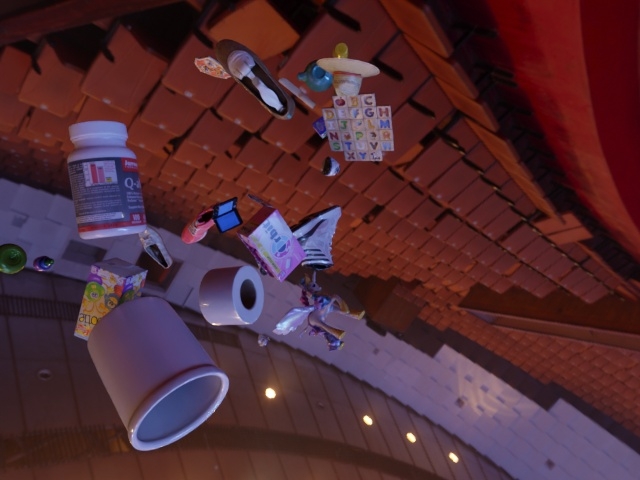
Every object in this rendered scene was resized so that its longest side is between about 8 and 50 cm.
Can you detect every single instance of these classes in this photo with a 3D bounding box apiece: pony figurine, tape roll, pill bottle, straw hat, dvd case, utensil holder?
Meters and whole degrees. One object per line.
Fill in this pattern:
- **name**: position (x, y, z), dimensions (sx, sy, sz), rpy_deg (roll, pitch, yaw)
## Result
- **pony figurine**: position (-0.016, 0.374, 2.108), dimensions (0.363, 0.351, 0.302), rpy_deg (34, -175, 28)
- **tape roll**: position (-0.372, 0.232, 1.806), dimensions (0.169, 0.247, 0.246), rpy_deg (-6, 178, 22)
- **pill bottle**: position (-0.710, -0.195, 1.414), dimensions (0.210, 0.363, 0.210), rpy_deg (-7, -175, 1)
- **straw hat**: position (0.057, -0.339, 0.913), dimensions (0.144, 0.061, 0.144), rpy_deg (8, -170, -1)
- **dvd case**: position (-0.304, -0.199, 2.154), dimensions (0.119, 0.013, 0.087), rpy_deg (32, -170, 11)
- **utensil holder**: position (-0.549, 0.426, 1.426), dimensions (0.385, 0.328, 0.327), rpy_deg (41, -165, 31)

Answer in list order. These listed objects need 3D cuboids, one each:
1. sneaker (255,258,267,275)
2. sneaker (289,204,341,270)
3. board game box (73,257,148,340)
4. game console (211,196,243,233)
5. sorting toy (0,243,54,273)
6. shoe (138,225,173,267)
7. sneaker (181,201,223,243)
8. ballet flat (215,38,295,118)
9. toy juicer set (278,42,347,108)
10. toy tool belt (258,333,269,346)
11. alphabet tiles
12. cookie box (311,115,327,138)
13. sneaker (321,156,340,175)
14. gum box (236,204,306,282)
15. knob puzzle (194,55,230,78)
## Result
- **sneaker**: position (-0.305, 0.113, 2.209), dimensions (0.052, 0.136, 0.058), rpy_deg (-10, -173, -6)
- **sneaker**: position (-0.001, 0.000, 2.080), dimensions (0.447, 0.169, 0.258), rpy_deg (-36, -75, -53)
- **board game box**: position (-0.759, 0.223, 1.553), dimensions (0.141, 0.276, 0.144), rpy_deg (20, -169, 6)
- **game console**: position (-0.374, -0.104, 1.738), dimensions (0.071, 0.107, 0.122), rpy_deg (43, -132, 19)
- **sorting toy**: position (-1.273, 0.061, 1.748), dimensions (0.126, 0.127, 0.365), rpy_deg (-11, 161, 30)
- **shoe**: position (-0.717, 0.028, 1.854), dimensions (0.219, 0.076, 0.058), rpy_deg (60, -172, -22)
- **sneaker**: position (-0.616, -0.091, 2.169), dimensions (0.116, 0.313, 0.136), rpy_deg (54, -161, 4)
- **ballet flat**: position (-0.219, -0.542, 1.448), dimensions (0.342, 0.116, 0.124), rpy_deg (46, -167, -19)
- **toy juicer set**: position (0.012, -0.680, 1.841), dimensions (0.209, 0.328, 0.089), rpy_deg (59, -178, -5)
- **toy tool belt**: position (-0.251, 0.448, 1.904), dimensions (0.051, 0.052, 0.083), rpy_deg (8, 153, -3)
- **alphabet tiles**: position (0.161, -0.467, 1.798), dimensions (0.284, 0.011, 0.343), rpy_deg (4, 143, 18)
- **cookie box**: position (0.025, -0.608, 2.255), dimensions (0.092, 0.107, 0.040), rpy_deg (54, -178, 22)
- **sneaker**: position (0.051, -0.326, 1.902), dimensions (0.086, 0.085, 0.237), rpy_deg (18, -167, -7)
- **gum box**: position (-0.124, 0.014, 1.139), dimensions (0.062, 0.107, 0.188), rpy_deg (20, 150, 47)
- **knob puzzle**: position (-0.546, -0.854, 2.137), dimensions (0.213, 0.030, 0.213), rpy_deg (15, 176, 1)
